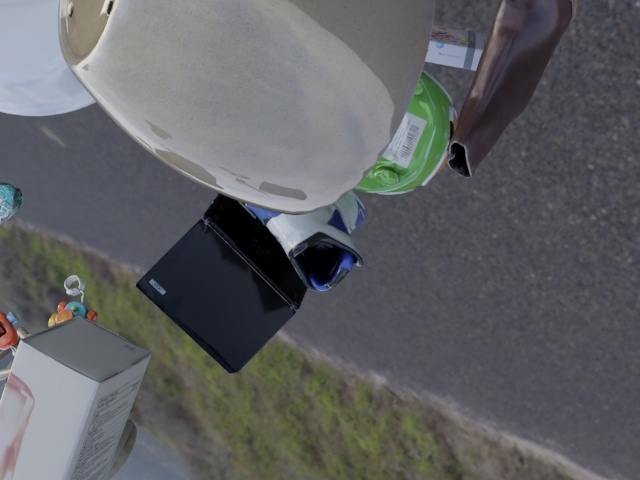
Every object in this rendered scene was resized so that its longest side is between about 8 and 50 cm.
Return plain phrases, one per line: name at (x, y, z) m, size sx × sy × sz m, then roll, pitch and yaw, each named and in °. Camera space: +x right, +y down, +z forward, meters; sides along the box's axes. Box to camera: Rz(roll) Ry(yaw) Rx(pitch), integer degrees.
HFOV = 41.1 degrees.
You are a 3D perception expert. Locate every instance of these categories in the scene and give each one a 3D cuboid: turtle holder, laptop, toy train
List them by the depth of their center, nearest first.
toy train at (-0.409, 0.118, 1.228) m, size 0.125 × 0.166 × 0.046 m, roll 57°, pitch 174°, yaw 21°
laptop at (-0.151, 0.052, 1.500) m, size 0.136 × 0.264 × 0.234 m, roll -35°, pitch 107°, yaw 30°
turtle holder at (0.095, -0.201, 1.544) m, size 0.320 × 0.243 × 0.227 m, roll -4°, pitch 179°, yaw 31°

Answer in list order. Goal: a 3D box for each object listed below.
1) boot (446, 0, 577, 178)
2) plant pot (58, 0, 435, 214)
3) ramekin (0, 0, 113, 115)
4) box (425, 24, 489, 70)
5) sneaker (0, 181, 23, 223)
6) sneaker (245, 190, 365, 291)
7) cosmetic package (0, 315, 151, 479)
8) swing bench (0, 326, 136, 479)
boot at (0.222, -0.199, 1.030) m, size 0.090 × 0.207 × 0.248 m, roll 26°, pitch 167°, yaw 16°
plant pot at (-0.081, -0.171, 0.636) m, size 0.191 × 0.284 × 0.284 m, roll 8°, pitch -175°, yaw -35°
ramekin at (-0.275, -0.256, 0.763) m, size 0.277 × 0.277 × 0.135 m, roll 44°, pitch -178°, yaw -4°
box at (0.197, -0.313, 1.367) m, size 0.186 × 0.145 × 0.038 m, roll 11°, pitch 115°, yaw 6°
sneaker at (-0.558, -0.074, 1.505) m, size 0.065 × 0.076 × 0.166 m, roll 50°, pitch 145°, yaw -10°
sneaker at (0.000, 0.000, 1.452) m, size 0.182 × 0.127 × 0.315 m, roll 61°, pitch -162°, yaw 14°
cosmetic package at (-0.359, 0.271, 1.156) m, size 0.129 × 0.296 × 0.153 m, roll 26°, pitch -168°, yaw 11°
swing bench at (-0.498, 0.312, 1.622) m, size 0.255 × 0.165 × 0.253 m, roll -3°, pitch 126°, yaw 44°
